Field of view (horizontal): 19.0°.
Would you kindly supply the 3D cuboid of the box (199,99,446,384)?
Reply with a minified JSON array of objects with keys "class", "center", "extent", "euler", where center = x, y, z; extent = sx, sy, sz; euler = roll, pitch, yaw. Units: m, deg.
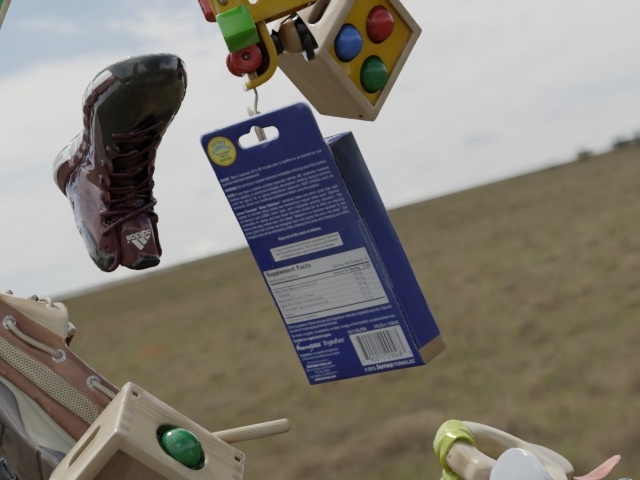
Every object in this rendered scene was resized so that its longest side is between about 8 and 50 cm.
[{"class":"box","center":[0.000,0.000,1.497],"extent":[0.136,0.225,0.036],"euler":[-14,15,46]}]

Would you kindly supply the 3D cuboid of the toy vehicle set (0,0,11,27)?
[{"class":"toy vehicle set","center":[-0.466,-0.202,2.151],"extent":[0.166,0.267,0.035],"euler":[23,-17,-20]}]

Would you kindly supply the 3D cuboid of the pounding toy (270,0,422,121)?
[{"class":"pounding toy","center":[0.022,-0.263,2.067],"extent":[0.094,0.181,0.206],"euler":[11,-25,41]}]

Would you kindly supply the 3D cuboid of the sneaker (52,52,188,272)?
[{"class":"sneaker","center":[-0.180,-0.061,1.897],"extent":[0.106,0.162,0.281],"euler":[-10,-20,-24]}]

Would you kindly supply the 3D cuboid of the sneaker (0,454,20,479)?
[{"class":"sneaker","center":[-0.320,0.337,2.082],"extent":[0.130,0.286,0.109],"euler":[-27,18,14]}]

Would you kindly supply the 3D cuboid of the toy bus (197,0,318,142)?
[{"class":"toy bus","center":[-0.049,-0.213,1.651],"extent":[0.104,0.191,0.202],"euler":[-22,-40,-3]}]

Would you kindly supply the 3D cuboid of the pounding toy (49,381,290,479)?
[{"class":"pounding toy","center":[-0.116,0.176,1.437],"extent":[0.141,0.130,0.100],"euler":[-50,15,23]}]

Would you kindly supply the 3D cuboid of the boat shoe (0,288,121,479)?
[{"class":"boat shoe","center":[-0.266,0.103,1.640],"extent":[0.116,0.324,0.123],"euler":[-42,-6,-27]}]

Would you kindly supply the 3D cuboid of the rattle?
[{"class":"rattle","center":[0.182,0.250,1.771],"extent":[0.200,0.142,0.130],"euler":[16,-1,-40]}]

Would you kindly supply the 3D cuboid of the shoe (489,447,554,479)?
[{"class":"shoe","center":[0.199,0.248,1.536],"extent":[0.081,0.178,0.063],"euler":[22,-59,-38]}]
